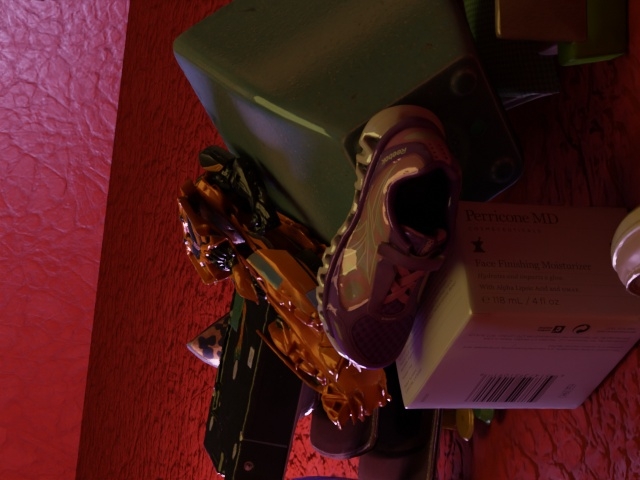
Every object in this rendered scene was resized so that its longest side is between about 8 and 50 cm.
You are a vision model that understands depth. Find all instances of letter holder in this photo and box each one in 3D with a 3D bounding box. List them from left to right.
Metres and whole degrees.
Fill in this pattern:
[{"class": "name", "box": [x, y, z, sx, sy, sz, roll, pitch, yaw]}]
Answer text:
[{"class": "letter holder", "box": [0.029, 0.190, 1.942, 0.302, 0.152, 0.214, 154, 122, -75]}]

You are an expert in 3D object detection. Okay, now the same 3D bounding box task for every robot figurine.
[{"class": "robot figurine", "box": [-0.042, 0.038, 1.627, 0.291, 0.085, 0.211, 45, 159, 27]}]

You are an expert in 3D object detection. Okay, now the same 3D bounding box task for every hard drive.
[{"class": "hard drive", "box": [-0.058, 0.100, 1.871, 0.237, 0.064, 0.339, -150, 70, -77]}]

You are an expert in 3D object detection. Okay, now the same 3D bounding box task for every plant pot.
[{"class": "plant pot", "box": [0.055, -0.120, 1.583, 0.252, 0.247, 0.248, 42, 164, 55]}]

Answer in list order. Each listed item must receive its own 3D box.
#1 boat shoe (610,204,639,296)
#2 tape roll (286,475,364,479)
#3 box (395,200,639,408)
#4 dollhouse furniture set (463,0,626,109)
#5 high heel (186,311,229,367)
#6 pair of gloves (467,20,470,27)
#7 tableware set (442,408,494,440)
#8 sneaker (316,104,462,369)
[{"class": "boat shoe", "box": [0.311, 0.009, 1.226, 0.302, 0.109, 0.098, 147, 124, -62]}, {"class": "tape roll", "box": [0.008, 0.400, 1.855, 0.090, 0.275, 0.275, 162, 109, -72]}, {"class": "box", "box": [0.176, 0.062, 1.510, 0.182, 0.181, 0.119, 117, 149, -53]}, {"class": "dollhouse furniture set", "box": [0.160, -0.243, 1.632, 0.301, 0.151, 0.198, 163, 107, -72]}, {"class": "high heel", "box": [-0.103, 0.055, 2.371, 0.093, 0.186, 0.261, 130, 138, -63]}, {"class": "pair of gloves", "box": [0.170, -0.257, 1.833, 0.074, 0.010, 0.083, 174, 96, -72]}, {"class": "tableware set", "box": [0.157, 0.169, 1.817, 0.154, 0.024, 0.104, 127, 141, -63]}, {"class": "sneaker", "box": [0.066, 0.008, 1.429, 0.104, 0.095, 0.236, 44, 126, 58]}]
